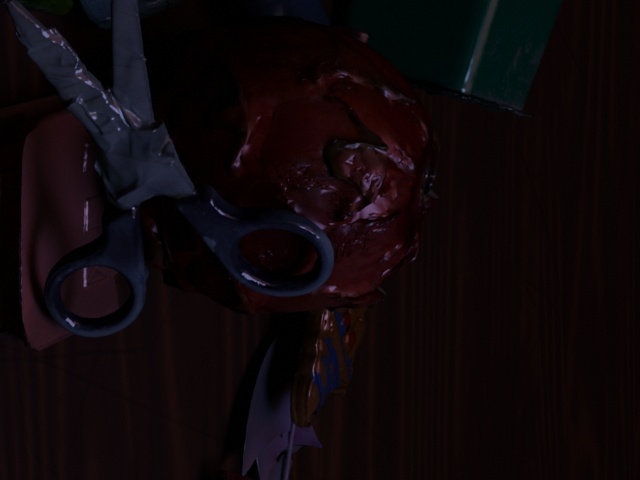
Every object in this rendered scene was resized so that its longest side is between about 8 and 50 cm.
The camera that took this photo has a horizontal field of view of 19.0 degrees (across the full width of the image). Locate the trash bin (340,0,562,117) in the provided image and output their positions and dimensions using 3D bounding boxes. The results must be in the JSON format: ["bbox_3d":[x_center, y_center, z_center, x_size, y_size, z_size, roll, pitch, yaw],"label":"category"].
[{"bbox_3d":[0.186,-0.342,2.143,0.259,0.295,0.381,4,101,-61],"label":"trash bin"}]

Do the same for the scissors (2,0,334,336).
[{"bbox_3d":[-0.144,-0.068,1.548,0.029,0.256,0.383,-94,171,-46],"label":"scissors"}]

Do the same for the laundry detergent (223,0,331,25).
[{"bbox_3d":[-0.037,-0.213,1.962,0.143,0.094,0.290,-46,138,-40],"label":"laundry detergent"}]

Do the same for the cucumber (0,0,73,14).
[{"bbox_3d":[-0.278,-0.224,1.564,0.250,0.056,0.056,5,95,-63],"label":"cucumber"}]

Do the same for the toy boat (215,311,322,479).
[{"bbox_3d":[-0.051,0.212,2.109,0.219,0.072,0.318,-17,110,-62],"label":"toy boat"}]

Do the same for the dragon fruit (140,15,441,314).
[{"bbox_3d":[-0.044,-0.068,1.763,0.295,0.301,0.296,13,90,-80],"label":"dragon fruit"}]

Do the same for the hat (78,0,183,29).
[{"bbox_3d":[-0.168,-0.268,1.734,0.191,0.078,0.138,-22,111,-36],"label":"hat"}]

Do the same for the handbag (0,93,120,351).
[{"bbox_3d":[-0.235,-0.020,1.703,0.157,0.059,0.212,-26,123,-55],"label":"handbag"}]

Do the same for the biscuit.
[{"bbox_3d":[0.022,0.086,2.152,0.183,0.043,0.280,76,32,-55],"label":"biscuit"}]
